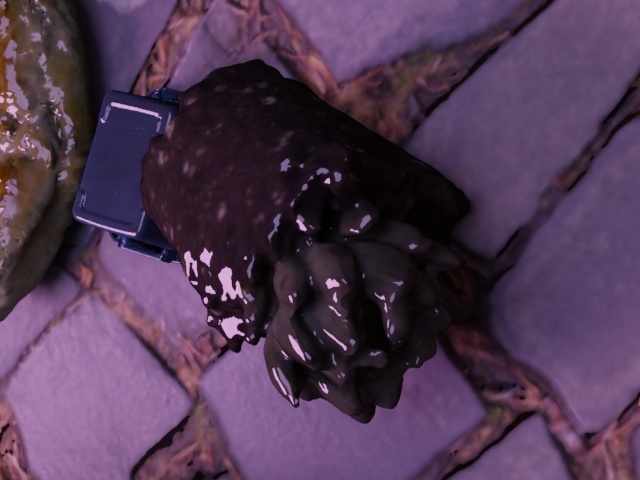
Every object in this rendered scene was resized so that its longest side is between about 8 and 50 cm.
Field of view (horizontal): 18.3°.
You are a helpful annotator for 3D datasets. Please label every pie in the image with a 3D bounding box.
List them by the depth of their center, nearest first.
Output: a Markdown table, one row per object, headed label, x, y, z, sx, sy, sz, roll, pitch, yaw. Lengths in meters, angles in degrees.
| label | x | y | z | sx | sy | sz | roll | pitch | yaw |
| --- | --- | --- | --- | --- | --- | --- | --- | --- | --- |
| pie | -0.261 | -0.072 | 1.258 | 0.302 | 0.067 | 0.302 | -5 | 82 | 35 |

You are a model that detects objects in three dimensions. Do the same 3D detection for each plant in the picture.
| label | x | y | z | sx | sy | sz | roll | pitch | yaw |
| --- | --- | --- | --- | --- | --- | --- | --- | --- | --- |
| plant | 0.000 | 0.000 | 1.036 | 0.194 | 0.132 | 0.129 | 48 | 113 | 34 |

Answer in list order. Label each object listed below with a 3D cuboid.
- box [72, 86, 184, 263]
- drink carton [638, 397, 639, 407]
| label | x | y | z | sx | sy | sz | roll | pitch | yaw |
| --- | --- | --- | --- | --- | --- | --- | --- | --- | --- |
| box | -0.099 | -0.041 | 1.151 | 0.074 | 0.054 | 0.099 | 16 | 92 | 32 |
| drink carton | 0.219 | -0.018 | 0.910 | 0.071 | 0.096 | 0.223 | 15 | 92 | 34 |
